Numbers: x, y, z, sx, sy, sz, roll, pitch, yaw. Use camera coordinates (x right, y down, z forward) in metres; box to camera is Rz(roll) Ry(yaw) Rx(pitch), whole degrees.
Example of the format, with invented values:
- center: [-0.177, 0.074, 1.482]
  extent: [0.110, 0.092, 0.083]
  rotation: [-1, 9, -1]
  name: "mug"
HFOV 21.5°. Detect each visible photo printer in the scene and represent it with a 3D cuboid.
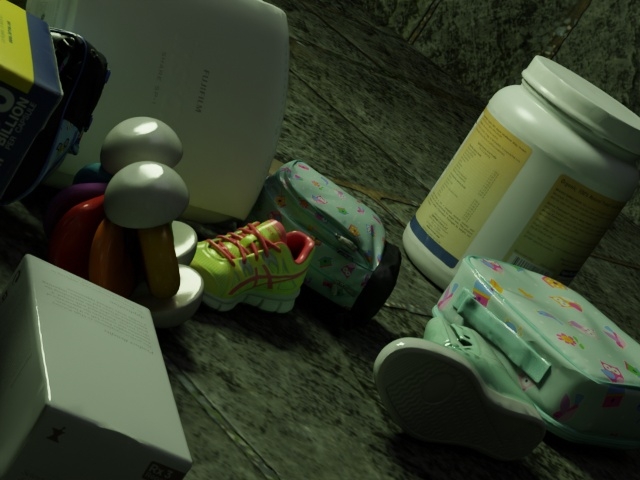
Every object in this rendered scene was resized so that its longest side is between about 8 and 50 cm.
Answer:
- center: [-0.166, -0.157, 1.743]
  extent: [0.308, 0.256, 0.107]
  rotation: [15, -6, -41]
  name: "photo printer"

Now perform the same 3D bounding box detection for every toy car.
- center: [-0.182, -0.011, 1.520]
  extent: [0.136, 0.159, 0.182]
  rotation: [-9, 35, -3]
  name: "toy car"

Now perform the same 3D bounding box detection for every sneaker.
- center: [-0.079, 0.016, 1.695]
  extent: [0.081, 0.094, 0.208]
  rotation: [42, 19, 26]
  name: "sneaker"
- center: [0.114, 0.131, 1.720]
  extent: [0.256, 0.094, 0.151]
  rotation: [32, 17, -45]
  name: "sneaker"

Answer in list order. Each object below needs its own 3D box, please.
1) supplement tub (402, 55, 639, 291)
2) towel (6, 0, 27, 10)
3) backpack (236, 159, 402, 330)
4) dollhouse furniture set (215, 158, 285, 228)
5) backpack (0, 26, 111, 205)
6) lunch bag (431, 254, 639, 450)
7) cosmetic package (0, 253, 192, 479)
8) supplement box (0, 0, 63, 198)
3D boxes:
- center: [0.281, -0.064, 2.248]
  extent: [0.228, 0.316, 0.228]
  rotation: [31, 15, -9]
  name: "supplement tub"
- center: [-0.261, -0.296, 1.933]
  extent: [0.374, 0.321, 0.090]
  rotation: [9, 61, -59]
  name: "towel"
- center: [0.000, 0.000, 1.856]
  extent: [0.182, 0.115, 0.152]
  rotation: [36, 13, -6]
  name: "backpack"
- center: [-0.120, -0.137, 1.959]
  extent: [0.242, 0.161, 0.212]
  rotation: [26, 16, -25]
  name: "dollhouse furniture set"
- center: [-0.290, -0.117, 1.553]
  extent: [0.158, 0.173, 0.117]
  rotation: [18, -3, 11]
  name: "backpack"
- center: [0.270, 0.133, 2.011]
  extent: [0.224, 0.108, 0.279]
  rotation: [10, 25, -45]
  name: "lunch bag"
- center: [-0.176, 0.111, 1.223]
  extent: [0.117, 0.085, 0.231]
  rotation: [26, 18, -23]
  name: "cosmetic package"
- center: [-0.411, -0.146, 1.333]
  extent: [0.357, 0.194, 0.195]
  rotation: [26, 16, -22]
  name: "supplement box"
